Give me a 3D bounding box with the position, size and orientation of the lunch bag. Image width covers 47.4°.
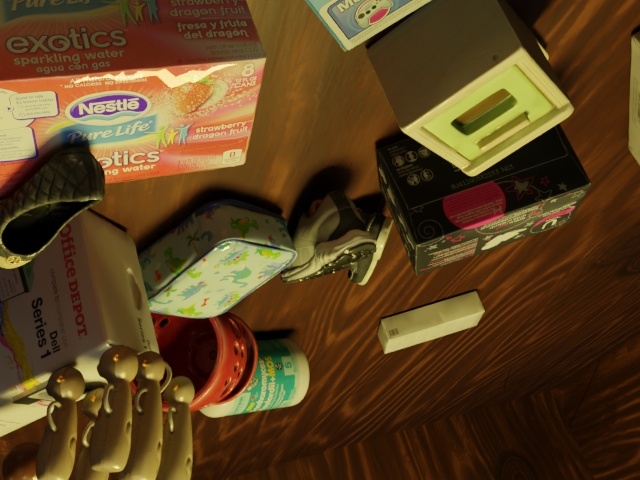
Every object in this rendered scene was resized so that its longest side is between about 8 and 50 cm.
[{"bbox_3d":[-0.154,0.033,1.070,0.219,0.090,0.176,-36,149,30],"label":"lunch bag"}]

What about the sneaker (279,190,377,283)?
[{"bbox_3d":[0.000,0.000,1.122,0.100,0.108,0.271,-16,172,-25],"label":"sneaker"}]

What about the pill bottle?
[{"bbox_3d":[-0.164,0.279,1.484,0.264,0.146,0.146,0,148,-37],"label":"pill bottle"}]

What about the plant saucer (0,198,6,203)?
[{"bbox_3d":[-0.379,-0.026,0.879,0.084,0.013,0.083,-16,155,-8],"label":"plant saucer"}]

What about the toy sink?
[{"bbox_3d":[0.192,-0.177,0.860,0.153,0.131,0.234,-32,152,25],"label":"toy sink"}]

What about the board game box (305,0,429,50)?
[{"bbox_3d":[0.076,-0.323,0.540,0.308,0.086,0.302,-28,153,16],"label":"board game box"}]

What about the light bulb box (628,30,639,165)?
[{"bbox_3d":[0.665,-0.206,1.037,0.361,0.225,0.358,-26,153,10],"label":"light bulb box"}]

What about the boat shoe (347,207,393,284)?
[{"bbox_3d":[0.066,0.009,1.226,0.079,0.084,0.233,17,159,3],"label":"boat shoe"}]

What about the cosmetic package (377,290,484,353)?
[{"bbox_3d":[0.258,0.193,1.719,0.239,0.060,0.099,-15,152,-9],"label":"cosmetic package"}]

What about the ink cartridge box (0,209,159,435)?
[{"bbox_3d":[-0.370,0.110,0.935,0.278,0.201,0.117,-25,153,10],"label":"ink cartridge box"}]

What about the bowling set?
[{"bbox_3d":[-0.268,0.204,0.841,0.200,0.154,0.287,-1,153,3],"label":"bowling set"}]

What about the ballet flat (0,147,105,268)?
[{"bbox_3d":[-0.241,-0.017,0.624,0.057,0.049,0.173,7,146,-44],"label":"ballet flat"}]

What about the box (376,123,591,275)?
[{"bbox_3d":[0.223,-0.077,1.042,0.247,0.163,0.142,-19,158,-1],"label":"box"}]

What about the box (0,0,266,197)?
[{"bbox_3d":[-0.214,-0.143,0.617,0.300,0.142,0.154,-10,154,-19],"label":"box"}]

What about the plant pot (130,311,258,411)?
[{"bbox_3d":[-0.214,0.194,1.243,0.191,0.191,0.174,-26,162,11],"label":"plant pot"}]
